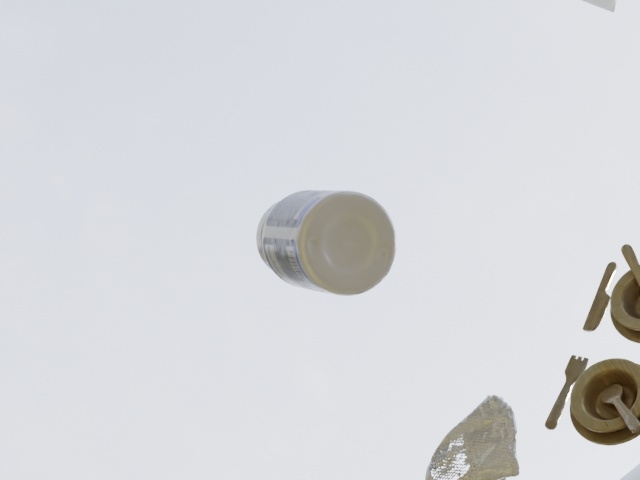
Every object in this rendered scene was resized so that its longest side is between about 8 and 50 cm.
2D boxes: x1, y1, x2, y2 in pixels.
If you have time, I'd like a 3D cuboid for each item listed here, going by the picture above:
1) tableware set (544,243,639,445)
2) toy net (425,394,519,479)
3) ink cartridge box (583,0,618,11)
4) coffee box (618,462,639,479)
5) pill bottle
[{"bbox_3d":[0.285,0.096,1.380,0.128,0.194,0.039,7,-30,38],"label":"tableware set"},{"bbox_3d":[0.085,0.223,1.098,0.122,0.232,0.045,8,-22,48],"label":"toy net"},{"bbox_3d":[0.211,-0.257,1.227,0.180,0.060,0.104,24,-99,10],"label":"ink cartridge box"},{"bbox_3d":[0.510,0.294,1.330,0.338,0.334,0.337,62,-27,-5],"label":"coffee box"},{"bbox_3d":[0.000,0.000,1.154,0.078,0.078,0.137,65,-16,-10],"label":"pill bottle"}]
